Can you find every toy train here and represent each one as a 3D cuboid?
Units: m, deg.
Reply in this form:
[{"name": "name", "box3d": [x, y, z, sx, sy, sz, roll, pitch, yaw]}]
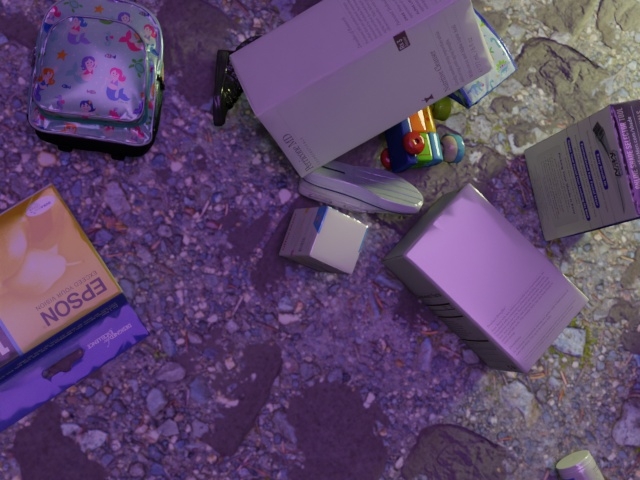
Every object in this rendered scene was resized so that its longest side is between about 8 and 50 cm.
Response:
[{"name": "toy train", "box3d": [0.176, -0.251, 1.700, 0.143, 0.105, 0.248, -4, 77, -27]}]

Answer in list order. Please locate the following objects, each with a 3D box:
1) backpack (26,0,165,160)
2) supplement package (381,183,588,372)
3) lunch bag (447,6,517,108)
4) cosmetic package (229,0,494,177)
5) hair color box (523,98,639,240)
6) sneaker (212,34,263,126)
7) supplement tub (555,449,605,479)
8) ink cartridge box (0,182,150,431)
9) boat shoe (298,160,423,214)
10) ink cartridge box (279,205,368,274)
[{"name": "backpack", "box3d": [-0.372, -0.286, 1.557, 0.225, 0.191, 0.253, 8, 78, -9]}, {"name": "supplement package", "box3d": [0.284, 0.069, 1.636, 0.293, 0.175, 0.177, 44, 80, -3]}, {"name": "lunch bag", "box3d": [0.272, -0.335, 1.718, 0.129, 0.096, 0.151, -40, 82, -12]}, {"name": "cosmetic package", "box3d": [0.069, -0.296, 1.545, 0.385, 0.217, 0.156, -31, 57, 7]}, {"name": "hair color box", "box3d": [0.485, -0.115, 1.609, 0.110, 0.339, 0.185, -12, 86, -11]}, {"name": "sneaker", "box3d": [-0.144, -0.286, 1.659, 0.089, 0.051, 0.170, 4, 80, -5]}, {"name": "supplement tub", "box3d": [0.484, 0.446, 1.687, 0.071, 0.071, 0.107, -29, 89, -12]}, {"name": "ink cartridge box", "box3d": [-0.495, 0.112, 1.547, 0.304, 0.072, 0.307, -34, 89, -12]}, {"name": "boat shoe", "box3d": [0.070, -0.088, 1.669, 0.226, 0.076, 0.083, 20, 44, 0]}, {"name": "ink cartridge box", "box3d": [0.000, 0.000, 1.617, 0.090, 0.143, 0.092, 24, 80, -25]}]
